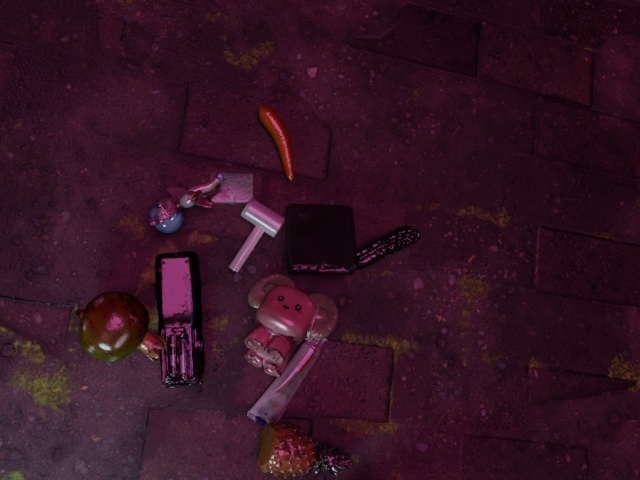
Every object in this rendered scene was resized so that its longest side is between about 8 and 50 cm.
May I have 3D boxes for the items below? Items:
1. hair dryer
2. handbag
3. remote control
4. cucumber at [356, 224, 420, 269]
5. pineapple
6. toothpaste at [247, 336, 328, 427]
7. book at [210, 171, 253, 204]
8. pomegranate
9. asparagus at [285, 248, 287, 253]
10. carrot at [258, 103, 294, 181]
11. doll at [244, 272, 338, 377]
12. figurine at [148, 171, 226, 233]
[{"bbox_3d":[-0.225,-0.002,1.741,0.131,0.073,0.236,32,85,-8],"label":"hair dryer"},{"bbox_3d":[0.000,0.000,1.768,0.223,0.080,0.246,1,64,-9],"label":"handbag"},{"bbox_3d":[-0.421,0.230,1.649,0.145,0.062,0.398,-4,83,-14],"label":"remote control"},{"bbox_3d":[0.201,0.026,1.830,0.265,0.077,0.077,-26,88,-17],"label":"cucumber"},{"bbox_3d":[-0.043,0.632,1.652,0.279,0.158,0.157,19,77,-21],"label":"pineapple"},{"bbox_3d":[-0.091,0.424,1.705,0.100,0.066,0.323,39,79,-13],"label":"toothpaste"},{"bbox_3d":[-0.281,-0.165,1.768,0.135,0.017,0.103,0,81,-14],"label":"book"},{"bbox_3d":[-0.555,0.258,1.542,0.198,0.198,0.246,-35,90,-16],"label":"pomegranate"},{"bbox_3d":[-0.062,0.045,1.789,0.108,0.021,0.025,16,82,-12],"label":"asparagus"},{"bbox_3d":[-0.128,-0.325,1.813,0.066,0.062,0.271,-30,94,-49],"label":"carrot"},{"bbox_3d":[-0.107,0.241,1.681,0.284,0.216,0.268,27,53,11],"label":"doll"},{"bbox_3d":[-0.389,-0.111,1.658,0.260,0.205,0.102,-36,117,-13],"label":"figurine"}]
